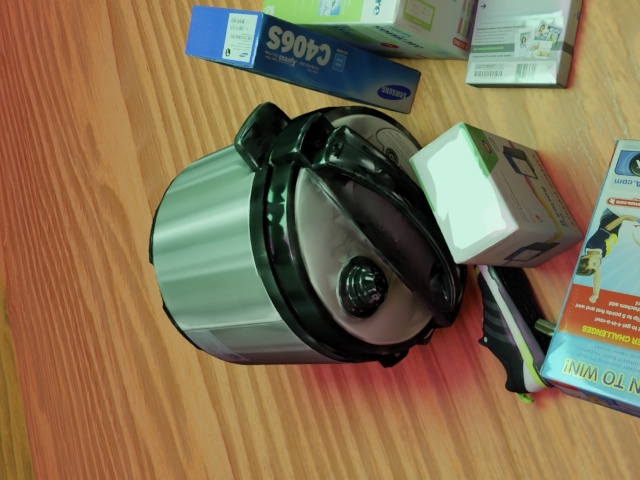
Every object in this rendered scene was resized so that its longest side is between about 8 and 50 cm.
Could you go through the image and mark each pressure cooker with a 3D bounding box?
[{"bbox_3d":[-0.001,0.006,0.945,0.420,0.369,0.376,-12,83,46],"label":"pressure cooker"}]

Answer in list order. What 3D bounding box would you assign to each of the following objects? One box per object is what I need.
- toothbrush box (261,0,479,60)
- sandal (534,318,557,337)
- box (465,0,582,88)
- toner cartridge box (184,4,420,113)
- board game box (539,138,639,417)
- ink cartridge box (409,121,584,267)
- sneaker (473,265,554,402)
[{"bbox_3d":[0.077,-0.367,0.999,0.283,0.206,0.122,16,98,42],"label":"toothbrush box"},{"bbox_3d":[0.375,0.118,0.779,0.219,0.090,0.060,6,75,45],"label":"sandal"},{"bbox_3d":[0.291,-0.313,0.910,0.145,0.038,0.186,13,97,43],"label":"box"},{"bbox_3d":[-0.016,-0.272,0.985,0.165,0.347,0.075,26,106,42],"label":"toner cartridge box"},{"bbox_3d":[0.428,0.052,0.656,0.308,0.086,0.302,12,74,43],"label":"board game box"},{"bbox_3d":[0.233,-0.051,0.832,0.093,0.212,0.154,-36,64,33],"label":"ink cartridge box"},{"bbox_3d":[0.250,0.111,0.896,0.097,0.084,0.235,-37,63,37],"label":"sneaker"}]
